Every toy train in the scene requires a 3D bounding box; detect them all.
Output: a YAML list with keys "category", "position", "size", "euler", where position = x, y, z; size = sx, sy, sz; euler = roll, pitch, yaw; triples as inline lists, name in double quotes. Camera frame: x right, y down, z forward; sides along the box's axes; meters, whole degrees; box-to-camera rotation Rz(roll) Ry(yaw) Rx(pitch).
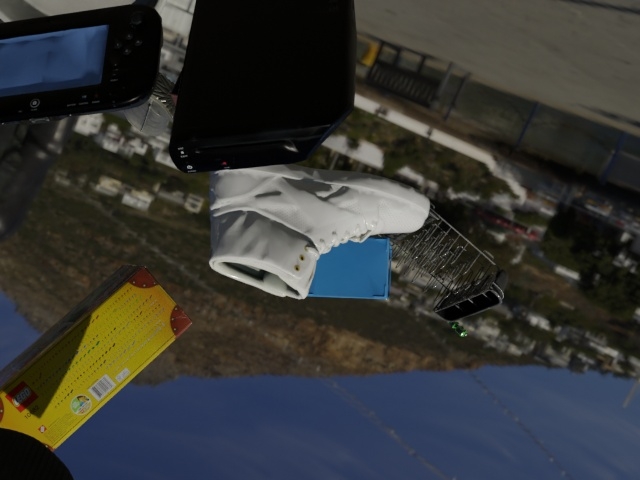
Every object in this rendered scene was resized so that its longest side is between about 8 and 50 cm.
- category: "toy train"
  position: [0.304, 0.190, 1.883]
  size: [0.024, 0.017, 0.083]
  euler: [10, -152, -46]

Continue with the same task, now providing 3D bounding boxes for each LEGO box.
- category: "LEGO box"
  position: [-0.602, 0.293, 2.092]
  size: [0.193, 0.500, 0.372]
  euler: [51, 163, -13]

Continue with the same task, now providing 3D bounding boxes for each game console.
- category: "game console"
  position: [-0.150, -0.140, 0.666]
  size: [0.361, 0.213, 0.044]
  euler: [-6, 144, 10]

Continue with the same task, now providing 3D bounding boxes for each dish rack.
- category: "dish rack"
  position: [0.221, 0.034, 1.616]
  size: [0.271, 0.074, 0.208]
  euler: [41, 151, -7]

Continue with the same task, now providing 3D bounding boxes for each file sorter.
- category: "file sorter"
  position: [0.054, 0.057, 1.634]
  size: [0.170, 0.118, 0.104]
  euler: [1, 173, 10]

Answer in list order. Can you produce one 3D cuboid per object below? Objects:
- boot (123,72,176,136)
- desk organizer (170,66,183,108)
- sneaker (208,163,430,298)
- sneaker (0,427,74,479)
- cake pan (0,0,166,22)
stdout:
- category: "boot"
  position: [-0.322, -0.252, 1.697]
  size: [0.189, 0.076, 0.208]
  euler: [46, 151, -3]
- category: "desk organizer"
  position: [-0.143, -0.192, 1.036]
  size: [0.130, 0.047, 0.050]
  euler: [19, 140, 49]
- category: "sneaker"
  position: [0.000, 0.000, 1.031]
  size: [0.292, 0.169, 0.108]
  euler: [7, 156, -15]
- category: "sneaker"
  position: [-0.524, 0.346, 1.251]
  size: [0.330, 0.122, 0.146]
  euler: [21, 150, 1]
- category: "cake pan"
  position: [-0.329, -0.391, 1.074]
  size: [0.293, 0.293, 0.054]
  euler: [22, -144, -9]
